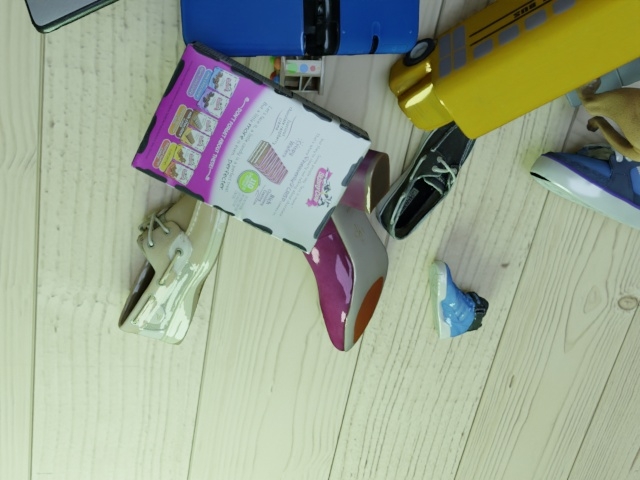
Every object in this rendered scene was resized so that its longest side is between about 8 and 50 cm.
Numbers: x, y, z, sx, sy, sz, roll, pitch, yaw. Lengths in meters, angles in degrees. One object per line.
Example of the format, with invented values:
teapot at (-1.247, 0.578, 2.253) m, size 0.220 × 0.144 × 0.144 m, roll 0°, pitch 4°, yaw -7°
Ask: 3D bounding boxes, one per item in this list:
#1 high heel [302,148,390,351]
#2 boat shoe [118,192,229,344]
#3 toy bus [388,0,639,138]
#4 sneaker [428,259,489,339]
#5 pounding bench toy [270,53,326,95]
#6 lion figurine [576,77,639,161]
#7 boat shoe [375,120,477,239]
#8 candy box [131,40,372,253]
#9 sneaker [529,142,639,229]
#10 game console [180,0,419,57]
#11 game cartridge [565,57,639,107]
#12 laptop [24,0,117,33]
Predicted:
high heel at (0.000, 0.000, 1.040) m, size 0.181 × 0.127 × 0.377 m, roll 22°, pitch 130°, yaw 23°
boat shoe at (-0.197, 0.008, 0.963) m, size 0.098 × 0.109 × 0.302 m, roll 13°, pitch 117°, yaw -21°
toy bus at (0.246, -0.231, 0.880) m, size 0.333 × 0.130 × 0.108 m, roll -26°, pitch 129°, yaw 30°
sneaker at (0.221, 0.088, 1.132) m, size 0.085 × 0.058 × 0.152 m, roll -12°, pitch 122°, yaw -2°
pounding bench toy at (-0.030, -0.233, 0.918) m, size 0.065 × 0.052 × 0.083 m, roll -1°, pitch 115°, yaw -13°
lion figurine at (0.461, -0.195, 0.827) m, size 0.142 × 0.240 × 0.392 m, roll 13°, pitch 139°, yaw -16°
boat shoe at (0.165, -0.095, 1.024) m, size 0.078 × 0.070 × 0.219 m, roll 27°, pitch 106°, yaw -24°
candy box at (-0.079, -0.109, 0.843) m, size 0.234 × 0.071 × 0.159 m, roll 27°, pitch 106°, yaw -10°
sneaker at (0.489, -0.140, 1.065) m, size 0.323 × 0.130 × 0.236 m, roll 20°, pitch 100°, yaw -19°
game console at (-0.020, -0.369, 0.847) m, size 0.250 × 0.173 × 0.292 m, roll -15°, pitch 111°, yaw -42°
game cartridge at (0.360, -0.342, 0.893) m, size 0.230 × 0.068 × 0.355 m, roll -25°, pitch 130°, yaw 20°
laptop at (-0.193, -0.477, 0.633) m, size 0.382 × 0.236 × 0.407 m, roll -24°, pitch 75°, yaw 4°
